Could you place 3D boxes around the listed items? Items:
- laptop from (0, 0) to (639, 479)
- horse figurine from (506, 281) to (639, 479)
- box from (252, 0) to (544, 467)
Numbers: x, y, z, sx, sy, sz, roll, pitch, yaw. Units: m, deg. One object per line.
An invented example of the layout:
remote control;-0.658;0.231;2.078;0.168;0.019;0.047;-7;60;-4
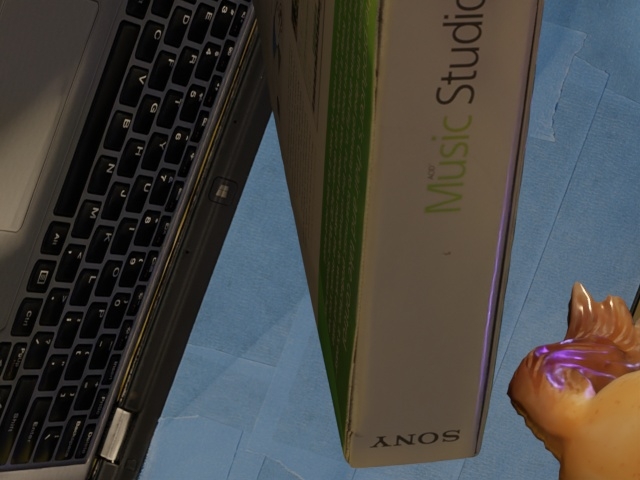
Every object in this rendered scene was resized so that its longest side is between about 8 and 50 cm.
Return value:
laptop;0.000;0.000;0.988;0.236;0.382;0.408;22;5;22
horse figurine;0.140;0.070;0.475;0.174;0.263;0.066;16;93;-51
box;0.018;-0.106;0.752;0.322;0.059;0.232;-100;-170;-50
